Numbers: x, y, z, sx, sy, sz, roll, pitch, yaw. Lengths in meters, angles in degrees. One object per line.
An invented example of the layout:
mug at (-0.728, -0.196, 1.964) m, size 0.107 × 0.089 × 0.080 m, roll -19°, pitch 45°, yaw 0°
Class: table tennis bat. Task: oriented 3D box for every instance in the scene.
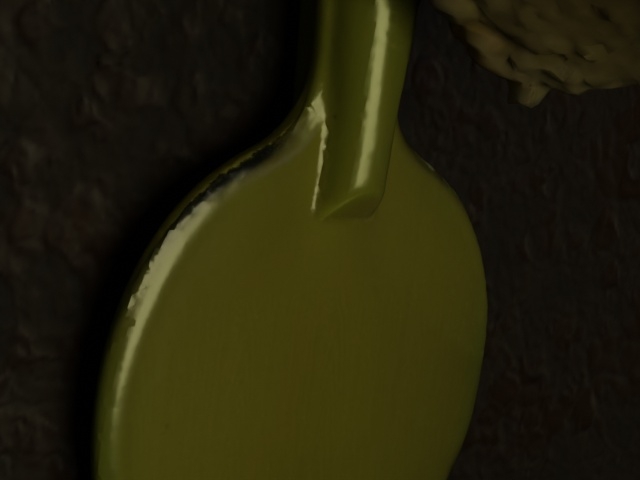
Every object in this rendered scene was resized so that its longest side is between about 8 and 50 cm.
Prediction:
table tennis bat at (0.000, 0.000, 0.666) m, size 0.224 × 0.054 × 0.369 m, roll -3°, pitch 106°, yaw -42°

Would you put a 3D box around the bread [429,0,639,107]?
bread at (0.134, -0.284, 0.514) m, size 0.371 × 0.279 × 0.390 m, roll 42°, pitch 59°, yaw -40°
